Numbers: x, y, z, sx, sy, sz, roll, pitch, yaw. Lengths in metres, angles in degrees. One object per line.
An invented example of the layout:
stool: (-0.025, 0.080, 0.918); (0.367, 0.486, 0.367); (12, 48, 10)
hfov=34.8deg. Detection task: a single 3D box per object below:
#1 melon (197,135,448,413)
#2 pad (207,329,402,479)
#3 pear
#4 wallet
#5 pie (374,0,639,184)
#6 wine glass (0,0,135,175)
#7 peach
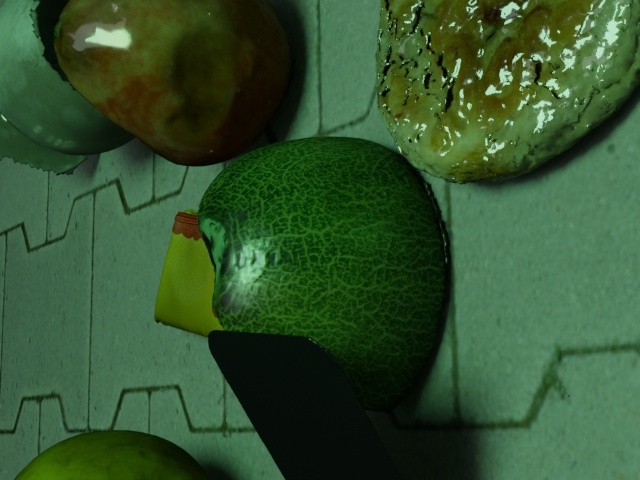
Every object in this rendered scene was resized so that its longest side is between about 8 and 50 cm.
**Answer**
melon: (0.000, 0.000, 0.850); (0.129, 0.169, 0.265); (-42, 53, 42)
pad: (0.010, 0.183, 0.808); (0.181, 0.004, 0.267); (-3, 119, 53)
pear: (-0.220, 0.326, 1.047); (0.307, 0.252, 0.253); (128, 135, -52)
wallet: (-0.101, 0.040, 1.074); (0.241, 0.067, 0.141); (8, 89, 55)
pie: (0.141, -0.171, 0.782); (0.274, 0.055, 0.274); (-15, 70, 47)
wine glass: (-0.319, -0.212, 1.282); (0.323, 0.238, 0.238); (-23, 66, 55)
peach: (-0.157, -0.190, 1.050); (0.214, 0.235, 0.214); (-33, 49, 47)
